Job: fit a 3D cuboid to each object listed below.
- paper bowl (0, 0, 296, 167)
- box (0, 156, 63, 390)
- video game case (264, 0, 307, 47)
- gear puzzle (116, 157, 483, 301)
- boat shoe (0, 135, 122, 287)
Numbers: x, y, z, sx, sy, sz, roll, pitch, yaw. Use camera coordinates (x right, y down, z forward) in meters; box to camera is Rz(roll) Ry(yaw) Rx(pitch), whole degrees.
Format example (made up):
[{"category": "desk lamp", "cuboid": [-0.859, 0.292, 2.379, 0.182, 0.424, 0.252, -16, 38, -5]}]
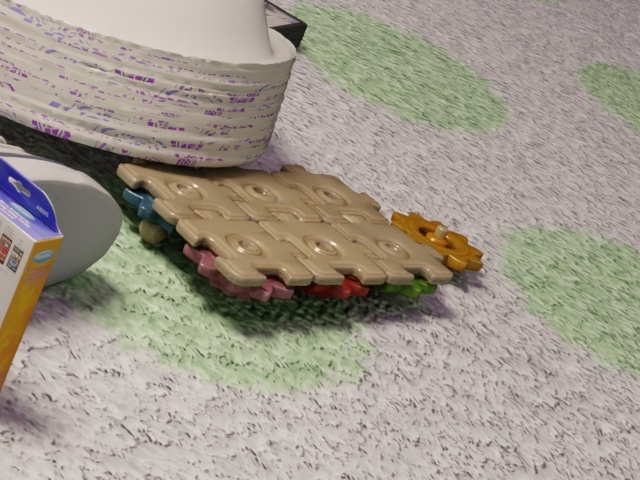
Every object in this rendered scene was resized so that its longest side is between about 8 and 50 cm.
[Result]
[{"category": "paper bowl", "cuboid": [-0.158, -0.174, 1.355, 0.284, 0.148, 0.284, 17, 17, -5]}, {"category": "box", "cuboid": [-0.200, 0.020, 0.986, 0.081, 0.136, 0.028, 36, 27, 23]}, {"category": "video game case", "cuboid": [-0.179, -0.244, 1.664, 0.248, 0.035, 0.275, 33, 26, 19]}, {"category": "gear puzzle", "cuboid": [0.000, 0.000, 1.337, 0.339, 0.044, 0.175, 1, 31, -47]}, {"category": "boat shoe", "cuboid": [-0.231, -0.033, 1.067, 0.267, 0.096, 0.088, 7, 37, -55]}]
